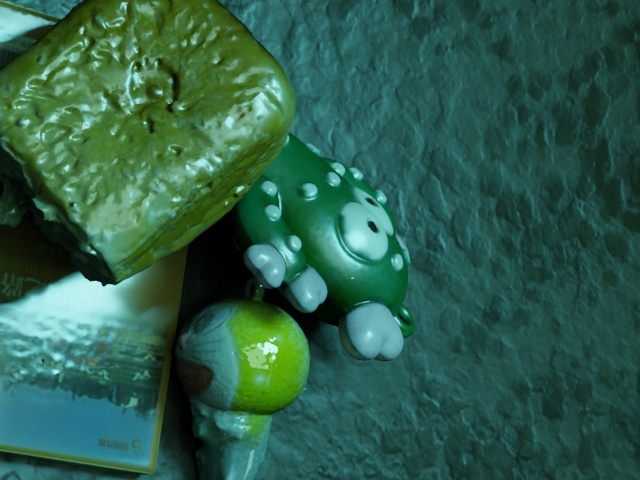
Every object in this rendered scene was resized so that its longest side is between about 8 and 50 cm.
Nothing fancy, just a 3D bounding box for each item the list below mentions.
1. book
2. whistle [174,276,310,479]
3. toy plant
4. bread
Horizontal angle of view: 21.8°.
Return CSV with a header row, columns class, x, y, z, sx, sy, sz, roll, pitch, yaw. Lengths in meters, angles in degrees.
class,x,y,z,sx,sy,sz,roll,pitch,yaw
book,-0.231,-0.004,1.410,0.262,0.028,0.374,15,77,-32
whistle,-0.081,0.141,1.449,0.123,0.123,0.223,11,91,-30
toy plant,0.002,-0.001,1.485,0.243,0.112,0.232,36,30,-31
bread,-0.162,-0.083,1.344,0.246,0.176,0.195,-40,83,-17
